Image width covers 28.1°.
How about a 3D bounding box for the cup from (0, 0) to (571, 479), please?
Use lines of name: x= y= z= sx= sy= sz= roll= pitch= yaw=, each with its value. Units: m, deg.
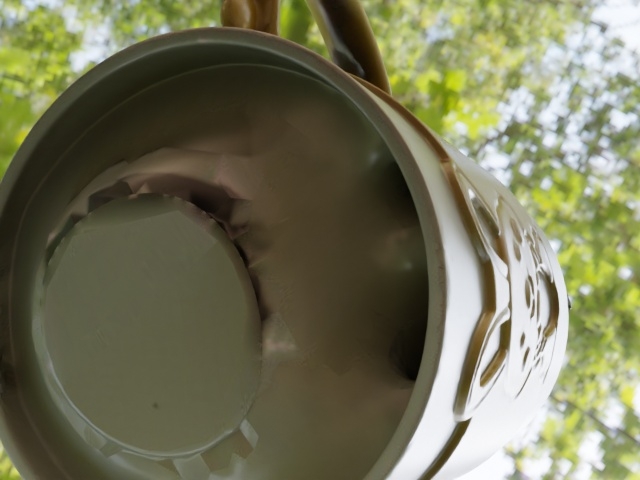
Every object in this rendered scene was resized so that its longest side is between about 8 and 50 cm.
cup: x=0.000 y=0.000 z=0.515 sx=0.185 sy=0.241 sz=0.226 roll=-2 pitch=173 yaw=27
